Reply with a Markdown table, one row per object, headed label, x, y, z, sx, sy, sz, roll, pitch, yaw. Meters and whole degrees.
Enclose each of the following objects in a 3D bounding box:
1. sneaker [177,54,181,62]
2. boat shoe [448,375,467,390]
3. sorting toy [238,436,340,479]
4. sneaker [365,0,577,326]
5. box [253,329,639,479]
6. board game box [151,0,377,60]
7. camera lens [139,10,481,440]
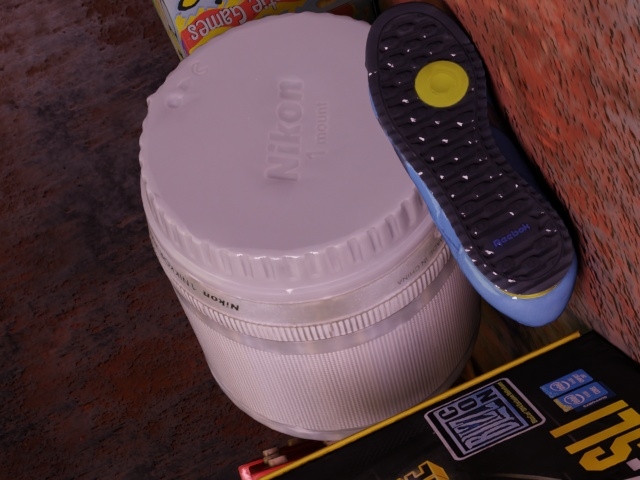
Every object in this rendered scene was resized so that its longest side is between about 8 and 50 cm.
| label | x | y | z | sx | sy | sz | roll | pitch | yaw |
| --- | --- | --- | --- | --- | --- | --- | --- | --- | --- |
| sneaker | -0.088 | -0.224 | 1.432 | 0.086 | 0.132 | 0.228 | 73 | 171 | -53 |
| boat shoe | 0.133 | 0.231 | 1.400 | 0.285 | 0.103 | 0.092 | 62 | 172 | -25 |
| sorting toy | 0.050 | 0.189 | 1.195 | 0.255 | 0.257 | 0.089 | 129 | 124 | -84 |
| sneaker | 0.083 | -0.042 | 0.857 | 0.082 | 0.069 | 0.209 | 69 | 175 | -68 |
| box | 0.086 | 0.168 | 0.716 | 0.322 | 0.257 | 0.079 | -128 | 17 | -73 |
| board game box | -0.061 | -0.203 | 1.192 | 0.144 | 0.142 | 0.275 | 72 | 172 | -50 |
| camera lens | 0.000 | 0.000 | 1.045 | 0.274 | 0.219 | 0.219 | 75 | 170 | -57 |
